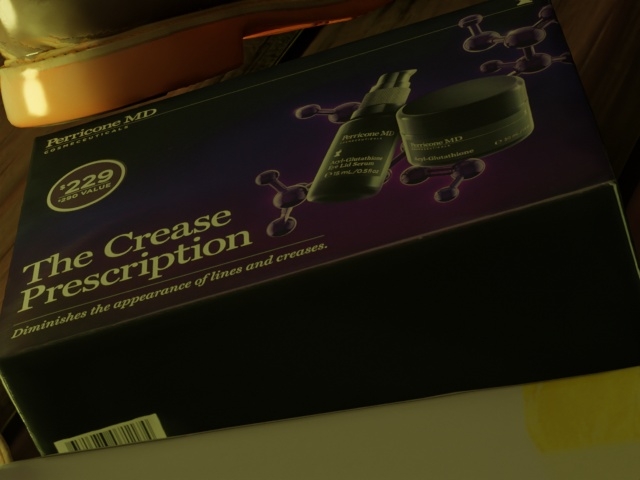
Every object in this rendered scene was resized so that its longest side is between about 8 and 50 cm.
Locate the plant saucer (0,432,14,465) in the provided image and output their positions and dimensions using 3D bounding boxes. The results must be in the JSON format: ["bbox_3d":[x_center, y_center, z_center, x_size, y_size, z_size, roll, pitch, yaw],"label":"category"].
[{"bbox_3d":[-0.217,0.147,0.709,0.199,0.036,0.198,-15,33,10],"label":"plant saucer"}]

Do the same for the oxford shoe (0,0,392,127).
[{"bbox_3d":[-0.050,-0.175,0.935,0.130,0.132,0.364,-7,15,33],"label":"oxford shoe"}]

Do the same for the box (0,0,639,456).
[{"bbox_3d":[0.000,0.000,0.746,0.261,0.103,0.184,-16,31,7],"label":"box"}]

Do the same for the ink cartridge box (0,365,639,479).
[{"bbox_3d":[0.099,0.169,0.369,0.385,0.160,0.279,-9,36,9],"label":"ink cartridge box"}]
